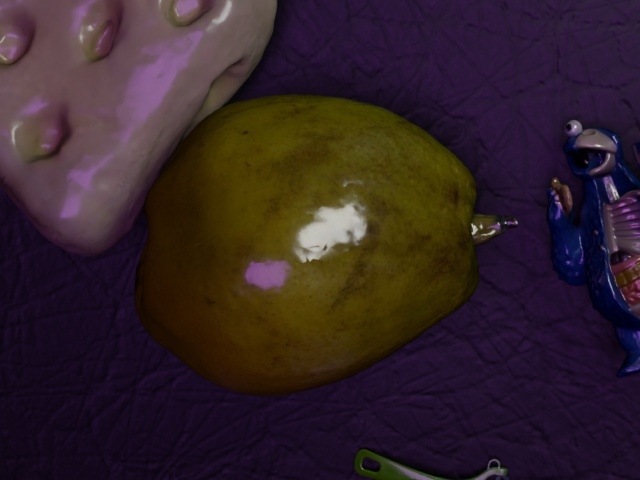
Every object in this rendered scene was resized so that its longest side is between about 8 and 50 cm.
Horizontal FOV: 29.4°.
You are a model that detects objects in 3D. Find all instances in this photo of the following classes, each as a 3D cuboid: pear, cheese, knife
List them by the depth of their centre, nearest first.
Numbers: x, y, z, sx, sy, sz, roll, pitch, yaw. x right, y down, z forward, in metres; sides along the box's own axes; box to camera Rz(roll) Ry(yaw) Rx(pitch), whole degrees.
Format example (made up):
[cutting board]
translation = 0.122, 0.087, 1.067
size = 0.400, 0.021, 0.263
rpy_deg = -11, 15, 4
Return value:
[pear]
translation = 0.000, 0.000, 1.169
size = 0.375, 0.287, 0.287
rpy_deg = -5, 99, 4
[cheese]
translation = -0.251, -0.207, 1.237
size = 0.328, 0.129, 0.351
rpy_deg = 36, 88, 14
[knife]
translation = 0.117, 0.257, 1.322
size = 0.166, 0.022, 0.078
rpy_deg = 14, 97, 5

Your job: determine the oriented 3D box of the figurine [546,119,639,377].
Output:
[figurine]
translation = 0.310, 0.001, 1.206
size = 0.164, 0.121, 0.262
rpy_deg = -12, 91, 48
